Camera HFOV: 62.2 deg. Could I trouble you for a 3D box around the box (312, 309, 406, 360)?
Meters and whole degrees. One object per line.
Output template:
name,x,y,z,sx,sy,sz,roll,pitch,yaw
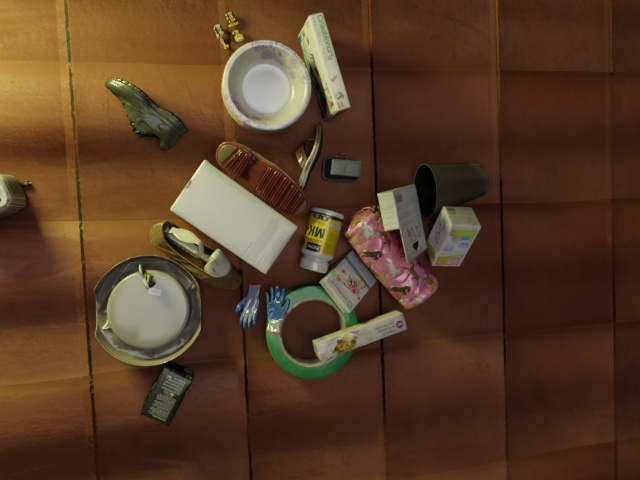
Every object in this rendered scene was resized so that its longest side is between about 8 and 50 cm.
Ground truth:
box,0.133,0.322,1.807,0.323,0.067,0.063,-18,98,-14

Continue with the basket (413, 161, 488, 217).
basket,0.469,-0.199,1.893,0.226,0.154,0.205,-14,129,-17

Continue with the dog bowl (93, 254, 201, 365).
dog bowl,-0.549,0.218,1.706,0.348,0.102,0.349,-1,93,-13

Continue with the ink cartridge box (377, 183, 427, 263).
ink cartridge box,0.285,-0.061,1.810,0.060,0.275,0.239,-9,96,26

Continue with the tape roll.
tape roll,-0.032,0.312,1.841,0.320,0.077,0.322,0,92,-12

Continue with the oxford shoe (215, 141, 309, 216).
oxford shoe,-0.174,-0.214,1.747,0.348,0.130,0.123,39,107,-6

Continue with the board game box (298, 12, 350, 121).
board game box,0.009,-0.562,1.750,0.053,0.193,0.306,-19,97,-11

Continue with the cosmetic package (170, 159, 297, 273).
cosmetic package,-0.281,-0.072,1.727,0.365,0.155,0.197,37,84,-11

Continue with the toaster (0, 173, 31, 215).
toaster,-0.984,-0.124,1.569,0.226,0.146,0.129,-21,98,-11

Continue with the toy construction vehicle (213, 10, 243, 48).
toy construction vehicle,-0.307,-0.695,1.758,0.085,0.035,0.098,-34,102,-20

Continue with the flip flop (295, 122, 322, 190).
flip flop,-0.055,-0.274,1.804,0.080,0.112,0.277,22,93,2

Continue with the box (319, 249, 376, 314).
box,0.097,0.141,1.834,0.145,0.038,0.186,53,50,-8

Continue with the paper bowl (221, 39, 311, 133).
paper bowl,-0.180,-0.491,1.734,0.283,0.148,0.285,-1,93,-13

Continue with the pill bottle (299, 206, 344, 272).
pill bottle,0.000,0.000,1.812,0.119,0.119,0.209,15,89,-13

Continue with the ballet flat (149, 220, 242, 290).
ballet flat,-0.391,0.043,1.715,0.342,0.124,0.116,36,52,-10

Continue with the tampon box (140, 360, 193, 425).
tampon box,-0.495,0.491,1.721,0.101,0.120,0.161,29,86,-12

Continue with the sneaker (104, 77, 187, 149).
sneaker,-0.568,-0.399,1.676,0.286,0.109,0.130,38,90,-10

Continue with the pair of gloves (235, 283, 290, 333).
pair of gloves,-0.197,0.226,1.777,0.198,0.023,0.160,6,79,23

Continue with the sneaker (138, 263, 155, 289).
sneaker,-0.538,0.109,1.640,0.035,0.031,0.084,-23,102,-24

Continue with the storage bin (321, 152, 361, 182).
storage bin,0.080,-0.253,1.833,0.135,0.091,0.099,4,92,-14

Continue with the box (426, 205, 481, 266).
box,0.462,-0.012,1.871,0.114,0.103,0.203,3,134,-14

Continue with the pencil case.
pencil case,0.246,0.059,1.853,0.167,0.160,0.386,-36,100,16
